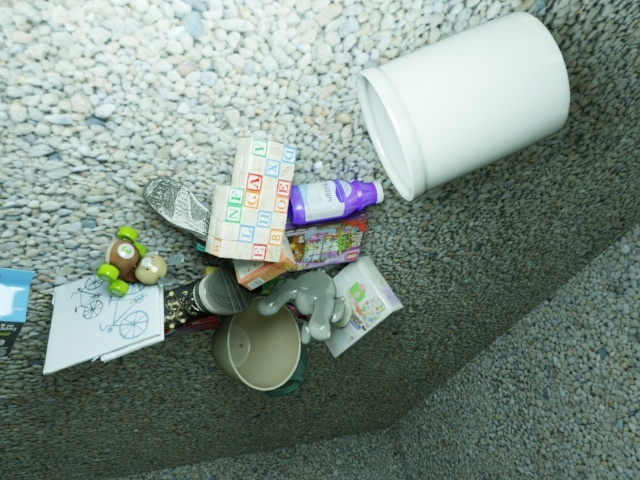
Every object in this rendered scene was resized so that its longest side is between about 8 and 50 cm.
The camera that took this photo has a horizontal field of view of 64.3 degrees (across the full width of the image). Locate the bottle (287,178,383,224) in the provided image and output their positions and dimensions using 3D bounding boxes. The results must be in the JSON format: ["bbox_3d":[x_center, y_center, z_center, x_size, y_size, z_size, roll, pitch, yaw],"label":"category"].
[{"bbox_3d":[0.043,-0.121,1.491,0.282,0.118,0.092,-10,143,-14],"label":"bottle"}]

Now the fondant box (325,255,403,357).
[{"bbox_3d":[0.115,0.249,1.910,0.096,0.238,0.330,-8,148,-50],"label":"fondant box"}]

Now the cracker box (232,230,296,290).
[{"bbox_3d":[-0.177,0.004,1.449,0.155,0.232,0.067,-29,146,12],"label":"cracker box"}]

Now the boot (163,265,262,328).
[{"bbox_3d":[-0.346,0.169,1.457,0.284,0.138,0.377,-21,-176,12],"label":"boot"}]

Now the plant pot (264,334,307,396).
[{"bbox_3d":[-0.183,0.558,2.229,0.293,0.196,0.293,-14,144,-10],"label":"plant pot"}]

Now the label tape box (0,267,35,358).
[{"bbox_3d":[-0.977,0.209,1.432,0.240,0.106,0.334,12,134,-39],"label":"label tape box"}]

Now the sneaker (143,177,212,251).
[{"bbox_3d":[-0.344,-0.060,1.386,0.295,0.124,0.178,31,160,-14],"label":"sneaker"}]

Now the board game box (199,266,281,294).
[{"bbox_3d":[-0.270,0.137,1.696,0.259,0.039,0.124,8,143,-28],"label":"board game box"}]

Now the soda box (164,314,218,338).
[{"bbox_3d":[-0.491,0.273,1.757,0.263,0.083,0.092,-10,145,-17],"label":"soda box"}]

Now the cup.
[{"bbox_3d":[-0.271,0.387,1.891,0.331,0.331,0.237,16,156,-41],"label":"cup"}]

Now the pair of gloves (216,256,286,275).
[{"bbox_3d":[-0.227,0.077,1.690,0.204,0.042,0.240,-17,144,-4],"label":"pair of gloves"}]

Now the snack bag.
[{"bbox_3d":[-0.601,0.202,1.422,0.342,0.323,0.037,-20,137,0],"label":"snack bag"}]

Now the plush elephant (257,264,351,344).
[{"bbox_3d":[-0.028,0.237,1.777,0.271,0.330,0.255,14,138,20],"label":"plush elephant"}]

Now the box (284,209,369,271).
[{"bbox_3d":[0.000,0.000,1.657,0.293,0.057,0.201,-9,137,-20],"label":"box"}]

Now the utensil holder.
[{"bbox_3d":[0.323,-0.312,1.201,0.385,0.328,0.328,-22,145,0],"label":"utensil holder"}]

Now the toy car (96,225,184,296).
[{"bbox_3d":[-0.477,0.068,1.392,0.188,0.155,0.149,8,145,9],"label":"toy car"}]

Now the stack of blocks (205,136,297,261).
[{"bbox_3d":[-0.173,-0.103,1.280,0.171,0.087,0.297,7,94,-36],"label":"stack of blocks"}]
